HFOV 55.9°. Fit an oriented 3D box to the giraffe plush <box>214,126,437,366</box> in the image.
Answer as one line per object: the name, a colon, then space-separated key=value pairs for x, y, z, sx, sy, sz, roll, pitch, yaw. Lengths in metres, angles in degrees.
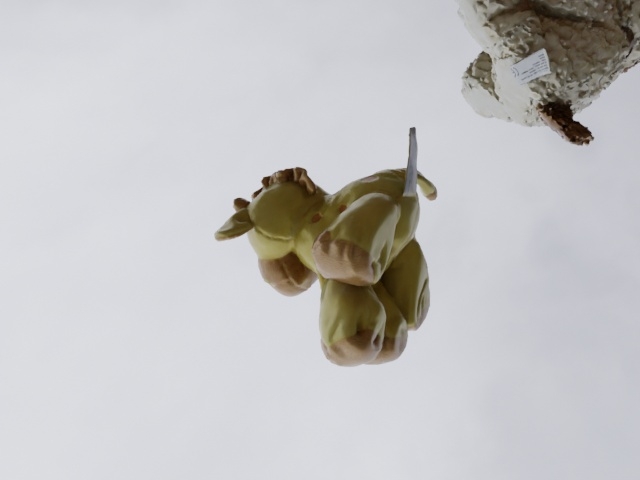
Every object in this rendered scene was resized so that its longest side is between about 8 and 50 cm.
giraffe plush: x=0.000 y=0.000 z=0.561 sx=0.170 sy=0.210 sz=0.181 roll=5 pitch=177 yaw=28

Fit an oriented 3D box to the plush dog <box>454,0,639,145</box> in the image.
plush dog: x=0.295 y=-0.233 z=0.672 sx=0.225 sy=0.262 sz=0.210 roll=-37 pitch=-121 yaw=-2
